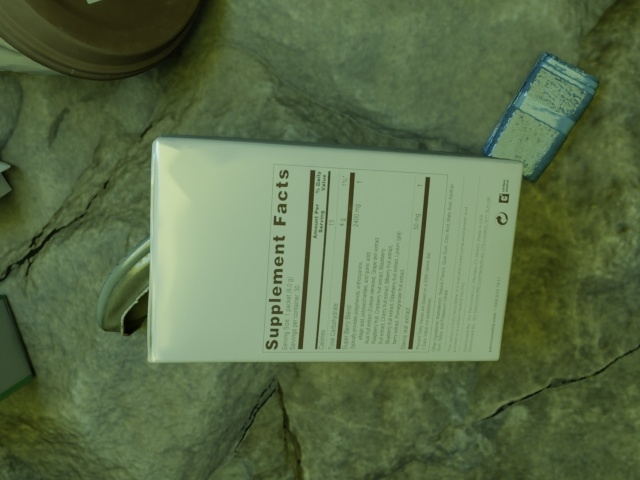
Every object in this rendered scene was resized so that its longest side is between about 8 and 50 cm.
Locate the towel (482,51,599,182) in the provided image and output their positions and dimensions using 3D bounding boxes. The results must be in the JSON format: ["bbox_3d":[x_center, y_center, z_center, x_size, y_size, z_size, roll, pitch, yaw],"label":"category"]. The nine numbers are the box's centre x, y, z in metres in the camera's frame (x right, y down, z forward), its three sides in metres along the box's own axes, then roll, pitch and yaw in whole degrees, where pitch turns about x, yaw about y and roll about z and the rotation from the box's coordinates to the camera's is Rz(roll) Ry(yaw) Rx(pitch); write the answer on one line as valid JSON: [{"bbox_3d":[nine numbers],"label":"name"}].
[{"bbox_3d":[0.222,-0.123,0.618,0.067,0.029,0.120,31,102,3],"label":"towel"}]

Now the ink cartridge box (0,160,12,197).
[{"bbox_3d":[-0.434,-0.064,0.683,0.143,0.092,0.090,-20,112,10],"label":"ink cartridge box"}]

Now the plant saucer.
[{"bbox_3d":[-0.197,-0.284,0.536,0.041,0.277,0.278,11,102,36],"label":"plant saucer"}]

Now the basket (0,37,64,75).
[{"bbox_3d":[-0.400,-0.321,0.516,0.266,0.331,0.329,7,100,23],"label":"basket"}]

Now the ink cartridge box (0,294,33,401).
[{"bbox_3d":[-0.523,0.174,0.686,0.289,0.211,0.122,-15,98,12],"label":"ink cartridge box"}]

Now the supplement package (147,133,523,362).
[{"bbox_3d":[0.000,0.000,0.555,0.292,0.177,0.176,2,101,-11],"label":"supplement package"}]

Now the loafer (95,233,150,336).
[{"bbox_3d":[-0.146,0.022,0.663,0.087,0.094,0.251,44,102,4],"label":"loafer"}]
